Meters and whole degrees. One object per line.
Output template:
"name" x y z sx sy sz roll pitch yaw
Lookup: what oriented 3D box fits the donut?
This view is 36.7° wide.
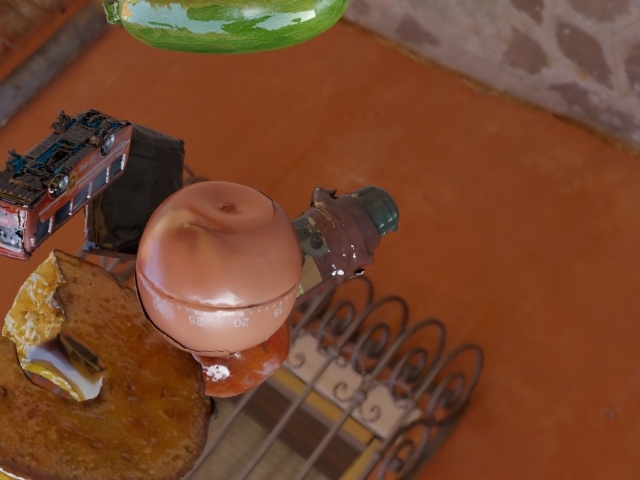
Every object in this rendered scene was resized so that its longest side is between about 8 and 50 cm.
"donut" -0.354 0.226 1.292 0.378 0.163 0.435 43 -153 8

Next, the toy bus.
"toy bus" -0.282 -0.068 1.045 0.074 0.235 0.096 18 125 9

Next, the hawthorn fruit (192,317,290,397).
"hawthorn fruit" -0.152 0.169 1.737 0.242 0.241 0.272 27 -178 44

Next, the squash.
"squash" -0.133 -0.286 1.202 0.395 0.107 0.107 9 150 38

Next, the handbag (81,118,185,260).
"handbag" -0.290 -0.079 1.563 0.080 0.222 0.247 0 175 22

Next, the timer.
"timer" -0.140 0.039 1.332 0.230 0.230 0.214 32 124 29

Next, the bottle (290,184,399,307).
"bottle" 0.000 0.000 1.548 0.156 0.271 0.143 63 161 -15
